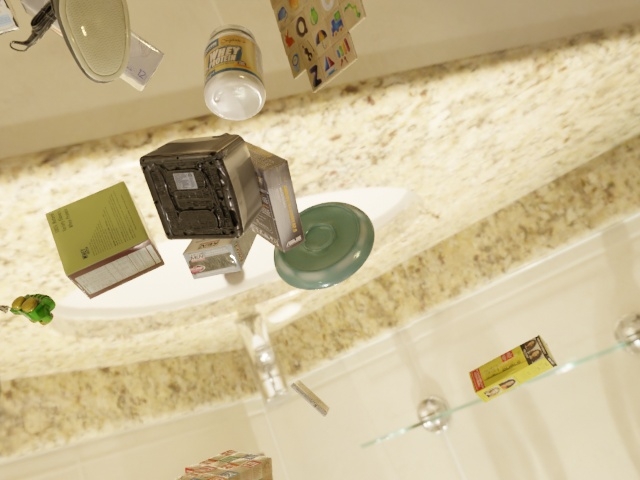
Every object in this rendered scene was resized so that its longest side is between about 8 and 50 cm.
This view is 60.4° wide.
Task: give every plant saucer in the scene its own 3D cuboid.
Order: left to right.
[{"bbox_3d":[0.000,0.000,1.609,0.318,0.317,0.043,-25,137,6],"label":"plant saucer"}]

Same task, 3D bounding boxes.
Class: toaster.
[{"bbox_3d":[-0.201,-0.093,0.971,0.186,0.168,0.110,-1,-150,22],"label":"toaster"}]

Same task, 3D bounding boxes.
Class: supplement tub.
[{"bbox_3d":[-0.210,-0.408,1.330,0.144,0.199,0.144,-6,149,-4],"label":"supplement tub"}]

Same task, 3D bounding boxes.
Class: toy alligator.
[{"bbox_3d":[-0.576,0.127,1.090,0.190,0.051,0.056,3,140,35],"label":"toy alligator"}]

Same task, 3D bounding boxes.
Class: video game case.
[{"bbox_3d":[-0.031,0.509,1.781,0.019,0.143,0.157,-49,170,-6],"label":"video game case"}]

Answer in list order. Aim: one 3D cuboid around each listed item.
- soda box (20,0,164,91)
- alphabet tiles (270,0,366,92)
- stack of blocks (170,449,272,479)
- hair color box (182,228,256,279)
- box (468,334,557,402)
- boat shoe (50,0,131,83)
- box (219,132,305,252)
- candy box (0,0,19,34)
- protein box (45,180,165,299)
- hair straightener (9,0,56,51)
[{"bbox_3d":[-0.494,-0.455,1.212,0.091,0.286,0.098,-59,-159,-5],"label":"soda box"},{"bbox_3d":[-0.019,-0.508,1.167,0.011,0.342,0.285,-16,178,-32],"label":"alphabet tiles"},{"bbox_3d":[-0.289,0.657,1.471,0.171,0.087,0.297,-6,176,36],"label":"stack of blocks"},{"bbox_3d":[-0.355,-0.009,2.053,0.186,0.113,0.374,-12,-155,12],"label":"hair color box"},{"bbox_3d":[0.540,0.363,1.555,0.232,0.087,0.058,-36,117,22],"label":"box"},{"bbox_3d":[-0.301,-0.307,0.696,0.084,0.233,0.079,-18,-179,-32],"label":"boat shoe"},{"bbox_3d":[-0.132,-0.101,1.106,0.056,0.231,0.183,-30,127,-26],"label":"box"},{"bbox_3d":[-0.867,-0.669,1.407,0.071,0.159,0.233,-24,138,-14],"label":"candy box"},{"bbox_3d":[-0.529,-0.001,1.360,0.201,0.199,0.136,-26,152,-12],"label":"protein box"},{"bbox_3d":[-0.458,-0.414,0.947,0.230,0.089,0.047,-45,119,4],"label":"hair straightener"}]
